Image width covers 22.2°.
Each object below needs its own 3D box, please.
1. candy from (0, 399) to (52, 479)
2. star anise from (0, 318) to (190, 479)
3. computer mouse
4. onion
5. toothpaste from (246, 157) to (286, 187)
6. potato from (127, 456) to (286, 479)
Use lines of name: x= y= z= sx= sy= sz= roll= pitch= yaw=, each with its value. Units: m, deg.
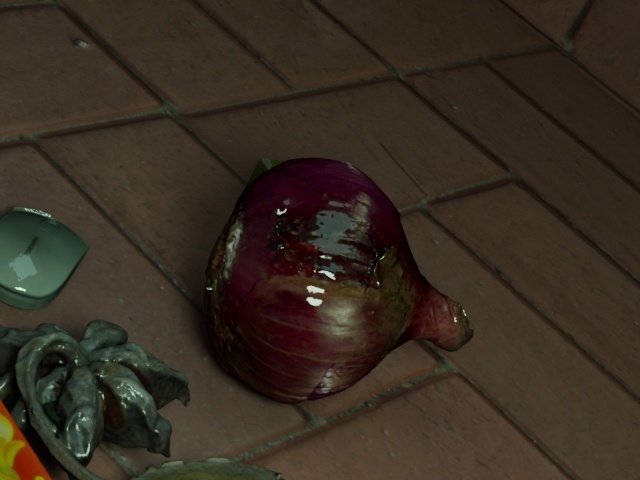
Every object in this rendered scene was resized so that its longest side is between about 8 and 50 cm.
candy: x=-0.387 y=0.275 z=1.804 sx=0.146 sy=0.088 sz=0.276 roll=-5 pitch=44 yaw=-46
star anise: x=-0.275 y=0.178 z=1.959 sx=0.359 sy=0.139 sz=0.316 roll=19 pitch=32 yaw=10
computer mouse: x=-0.388 y=0.012 z=2.216 sx=0.128 sy=0.079 sz=0.231 roll=28 pitch=27 yaw=-7
onion: x=0.031 y=0.070 z=2.229 sx=0.385 sy=0.348 sz=0.348 roll=18 pitch=32 yaw=-13
toothpaste: x=0.000 y=0.000 z=2.553 sx=0.110 sy=0.077 sz=0.327 roll=1 pitch=40 yaw=-36
potato: x=-0.162 y=0.327 z=1.908 sx=0.243 sy=0.098 sz=0.138 roll=-5 pitch=22 yaw=-24
